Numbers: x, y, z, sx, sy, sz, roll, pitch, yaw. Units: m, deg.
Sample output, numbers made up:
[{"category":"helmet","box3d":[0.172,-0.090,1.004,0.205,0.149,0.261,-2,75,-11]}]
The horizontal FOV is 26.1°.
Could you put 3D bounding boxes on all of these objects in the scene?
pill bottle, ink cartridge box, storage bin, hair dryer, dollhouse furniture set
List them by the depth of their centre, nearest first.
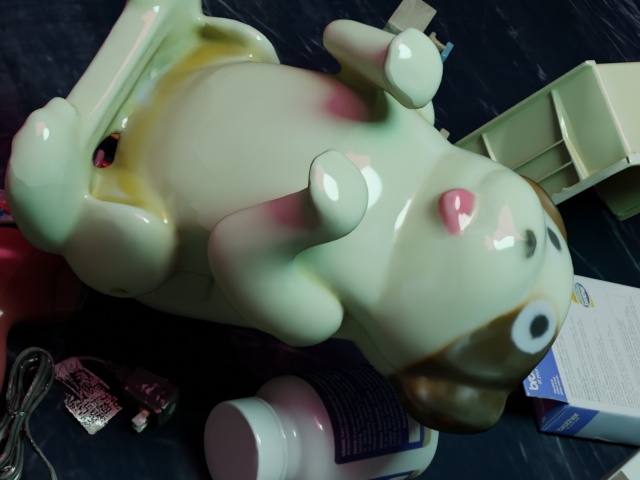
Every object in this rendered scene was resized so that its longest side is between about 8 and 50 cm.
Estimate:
[{"category":"hair dryer","box3d":[-0.265,0.077,1.125,0.293,0.080,0.224,45,42,11]},{"category":"pill bottle","box3d":[-0.001,0.168,1.196,0.187,0.112,0.112,-4,54,-38]},{"category":"ink cartridge box","box3d":[0.314,0.129,1.488,0.311,0.065,0.185,13,45,-27]},{"category":"dollhouse furniture set","box3d":[0.084,-0.139,1.489,0.129,0.183,0.129,34,41,-2]},{"category":"storage bin","box3d":[0.317,-0.100,1.564,0.262,0.260,0.123,-9,75,-39]}]

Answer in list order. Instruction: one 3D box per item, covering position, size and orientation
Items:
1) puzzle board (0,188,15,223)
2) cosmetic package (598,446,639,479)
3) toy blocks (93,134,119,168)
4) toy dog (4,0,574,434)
[{"category":"puzzle board","box3d":[-0.290,-0.032,1.201,0.096,0.011,0.128,18,13,33]},{"category":"cosmetic package","box3d":[0.240,0.341,1.165,0.217,0.156,0.385,49,41,12]},{"category":"toy blocks","box3d":[-0.188,-0.075,1.342,0.148,0.054,0.123,24,43,-14]},{"category":"toy dog","box3d":[0.000,0.000,1.113,0.408,0.395,0.284,20,51,12]}]
